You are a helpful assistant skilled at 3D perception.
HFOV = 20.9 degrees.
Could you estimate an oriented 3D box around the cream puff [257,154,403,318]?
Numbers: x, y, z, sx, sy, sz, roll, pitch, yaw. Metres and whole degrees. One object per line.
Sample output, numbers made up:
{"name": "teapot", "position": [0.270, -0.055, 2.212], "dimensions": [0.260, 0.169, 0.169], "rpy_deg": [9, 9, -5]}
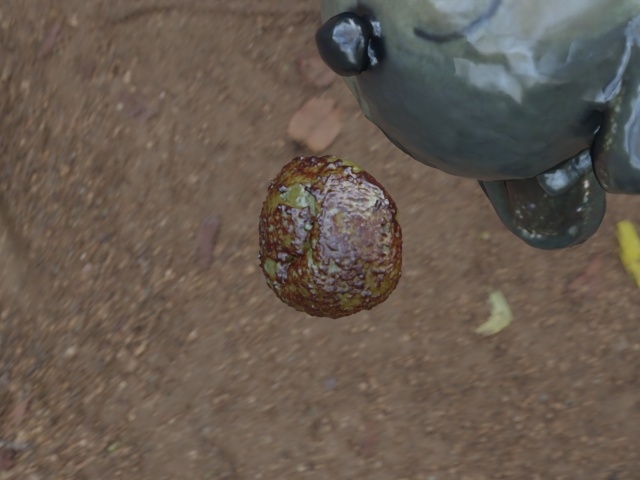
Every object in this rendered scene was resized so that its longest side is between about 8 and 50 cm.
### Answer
{"name": "cream puff", "position": [0.000, 0.000, 1.480], "dimensions": [0.084, 0.149, 0.149], "rpy_deg": [-26, 86, -47]}

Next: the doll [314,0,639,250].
{"name": "doll", "position": [0.146, -0.203, 1.012], "dimensions": [0.379, 0.252, 0.382], "rpy_deg": [-30, 94, -11]}
